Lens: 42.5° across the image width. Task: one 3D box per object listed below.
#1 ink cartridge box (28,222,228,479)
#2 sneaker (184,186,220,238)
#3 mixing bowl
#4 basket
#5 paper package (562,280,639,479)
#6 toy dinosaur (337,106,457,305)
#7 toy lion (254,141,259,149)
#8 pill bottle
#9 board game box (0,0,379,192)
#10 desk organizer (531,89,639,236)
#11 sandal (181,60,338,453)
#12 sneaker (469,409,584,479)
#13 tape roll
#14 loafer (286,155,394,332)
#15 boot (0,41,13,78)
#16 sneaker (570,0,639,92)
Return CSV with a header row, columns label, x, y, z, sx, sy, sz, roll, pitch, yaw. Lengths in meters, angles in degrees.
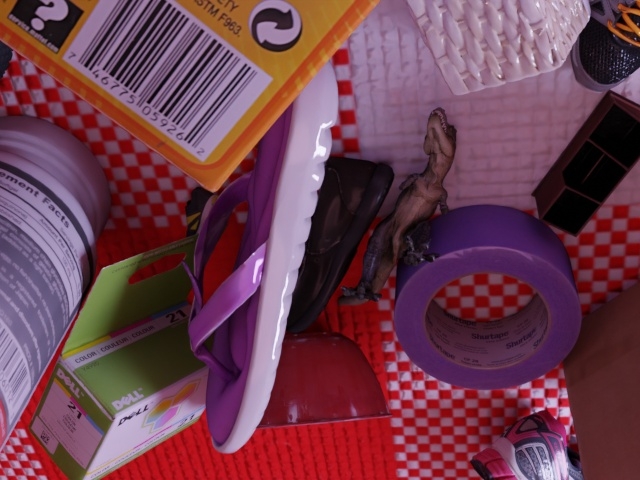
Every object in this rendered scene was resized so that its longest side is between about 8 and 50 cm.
label,x,y,z,sx,sy,sz,roll,pitch,yaw
ink cartridge box,-0.178,0.121,0.875,0.097,0.189,0.255,44,125,17
sneaker,-0.130,-0.025,0.882,0.035,0.031,0.083,39,129,11
mixing bowl,-0.015,0.156,0.920,0.181,0.181,0.098,-8,79,13
basket,0.129,-0.213,0.655,0.113,0.103,0.167,-10,124,37
paper package,0.406,0.134,0.741,0.168,0.309,0.325,39,119,-15
toy dinosaur,0.074,0.003,0.815,0.064,0.118,0.268,26,123,-4
toy lion,-0.064,-0.135,0.797,0.096,0.034,0.100,2,124,-2
pill bottle,-0.329,0.043,0.748,0.210,0.363,0.210,3,124,5
board game box,-0.067,-0.328,0.468,0.356,0.356,0.356,37,121,-16
desk organizer,0.258,-0.071,0.781,0.047,0.050,0.130,24,123,-9
sandal,-0.081,0.011,0.791,0.102,0.169,0.416,9,111,-15
sneaker,0.308,0.329,1.010,0.112,0.121,0.299,-42,121,-3
tape roll,0.172,0.062,0.865,0.189,0.080,0.189,3,125,5
loafer,0.000,0.000,0.857,0.078,0.080,0.220,29,117,4
boot,-0.367,-0.215,0.765,0.161,0.083,0.246,39,115,-10
sneaker,0.275,-0.210,0.667,0.084,0.083,0.215,21,125,-8
